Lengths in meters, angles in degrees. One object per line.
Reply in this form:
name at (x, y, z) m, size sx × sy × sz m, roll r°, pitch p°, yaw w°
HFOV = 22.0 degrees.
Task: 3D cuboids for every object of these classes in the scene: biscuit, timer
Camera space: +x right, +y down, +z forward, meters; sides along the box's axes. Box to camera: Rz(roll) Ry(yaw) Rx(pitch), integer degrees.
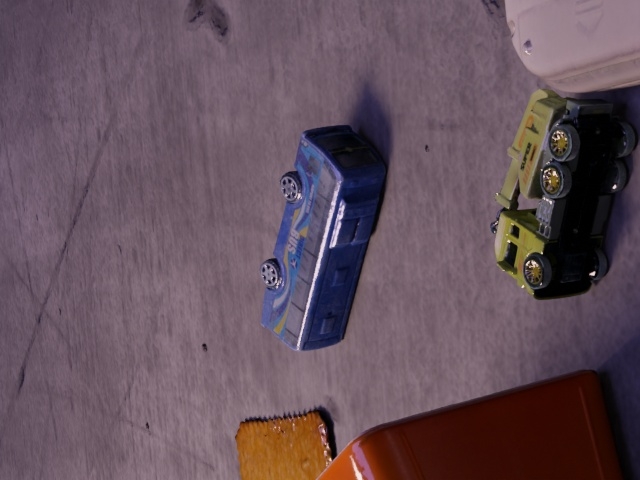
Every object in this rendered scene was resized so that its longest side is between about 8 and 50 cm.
biscuit at (-0.034, 0.317, 1.877) m, size 0.232 × 0.013 × 0.236 m, roll -18°, pitch 78°, yaw 60°
timer at (0.099, 0.234, 1.395) m, size 0.250 × 0.257 × 0.161 m, roll -33°, pitch 72°, yaw 55°
timer at (0.231, -0.240, 1.270) m, size 0.262 × 0.087 × 0.237 m, roll -10°, pitch 84°, yaw 60°

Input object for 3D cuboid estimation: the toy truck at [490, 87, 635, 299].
toy truck at (0.193, -0.043, 1.370) m, size 0.100 × 0.077 × 0.169 m, roll 38°, pitch 127°, yaw 49°

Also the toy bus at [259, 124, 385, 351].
toy bus at (0.003, 0.000, 1.719) m, size 0.094 × 0.079 × 0.236 m, roll 36°, pitch 126°, yaw 34°
